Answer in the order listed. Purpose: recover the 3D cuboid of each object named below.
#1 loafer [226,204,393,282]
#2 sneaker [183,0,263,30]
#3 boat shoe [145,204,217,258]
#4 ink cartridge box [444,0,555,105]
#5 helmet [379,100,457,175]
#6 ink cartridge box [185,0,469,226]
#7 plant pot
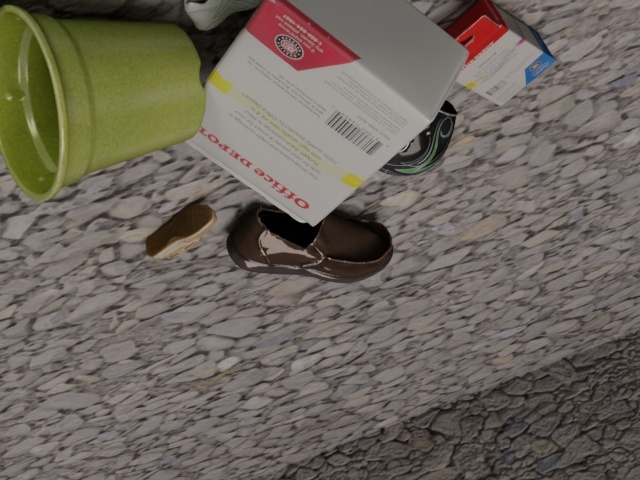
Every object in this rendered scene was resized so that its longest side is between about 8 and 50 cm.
[{"bbox_3d":[0.000,0.000,2.217,0.366,0.134,0.130,-1,143,-30],"label":"loafer"},{"bbox_3d":[-0.134,-0.369,1.652,0.152,0.053,0.061,-28,145,11],"label":"sneaker"},{"bbox_3d":[-0.256,-0.015,2.117,0.170,0.063,0.059,-28,152,28],"label":"boat shoe"},{"bbox_3d":[0.287,-0.334,1.935,0.134,0.078,0.231,-40,144,26],"label":"ink cartridge box"},{"bbox_3d":[0.150,-0.194,1.987,0.169,0.169,0.161,13,118,-43],"label":"helmet"},{"bbox_3d":[-0.011,-0.221,1.645,0.279,0.160,0.385,36,146,-10],"label":"ink cartridge box"},{"bbox_3d":[-0.317,-0.214,1.615,0.254,0.276,0.276,-14,150,-34],"label":"plant pot"}]
